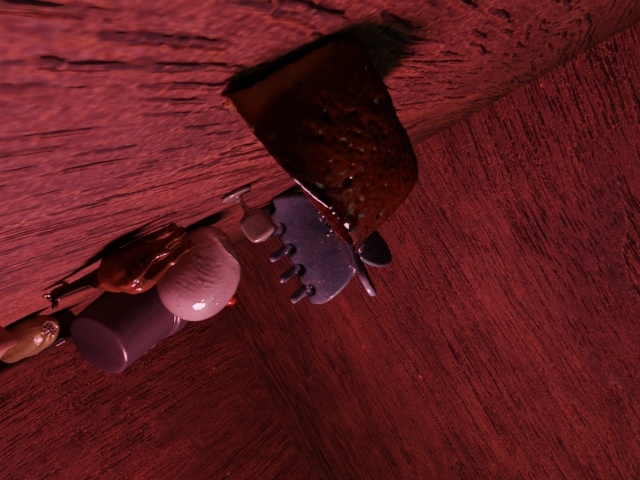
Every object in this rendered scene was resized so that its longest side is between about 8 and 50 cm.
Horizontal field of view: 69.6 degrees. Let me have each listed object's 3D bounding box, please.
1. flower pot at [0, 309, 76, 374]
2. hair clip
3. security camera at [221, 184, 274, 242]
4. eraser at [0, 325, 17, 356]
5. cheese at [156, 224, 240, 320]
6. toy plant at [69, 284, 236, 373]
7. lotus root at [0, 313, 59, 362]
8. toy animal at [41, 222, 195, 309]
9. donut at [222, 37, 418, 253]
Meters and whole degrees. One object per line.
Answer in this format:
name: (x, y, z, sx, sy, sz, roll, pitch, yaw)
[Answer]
flower pot: (-0.767, 0.268, 1.253, 0.251, 0.084, 0.179, -26, -177, 10)
hair clip: (0.000, 0.000, 1.201, 0.239, 0.318, 0.392, -26, -175, 18)
security camera: (-0.117, -0.041, 0.761, 0.058, 0.092, 0.058, -29, -177, 2)
eraser: (-0.462, 0.150, 0.462, 0.171, 0.087, 0.290, -29, -177, -11)
cheese: (-0.247, 0.073, 0.955, 0.189, 0.154, 0.198, -56, -177, -17)
toy plant: (-0.383, 0.128, 1.090, 0.280, 0.185, 0.400, -13, -161, 29)
lotus root: (-0.654, 0.219, 1.015, 0.183, 0.077, 0.090, -29, 174, 26)
toy animal: (-0.318, 0.045, 0.715, 0.230, 0.066, 0.224, -38, -155, -19)
donut: (0.028, -0.076, 0.430, 0.112, 0.151, 0.295, -37, 180, 9)
